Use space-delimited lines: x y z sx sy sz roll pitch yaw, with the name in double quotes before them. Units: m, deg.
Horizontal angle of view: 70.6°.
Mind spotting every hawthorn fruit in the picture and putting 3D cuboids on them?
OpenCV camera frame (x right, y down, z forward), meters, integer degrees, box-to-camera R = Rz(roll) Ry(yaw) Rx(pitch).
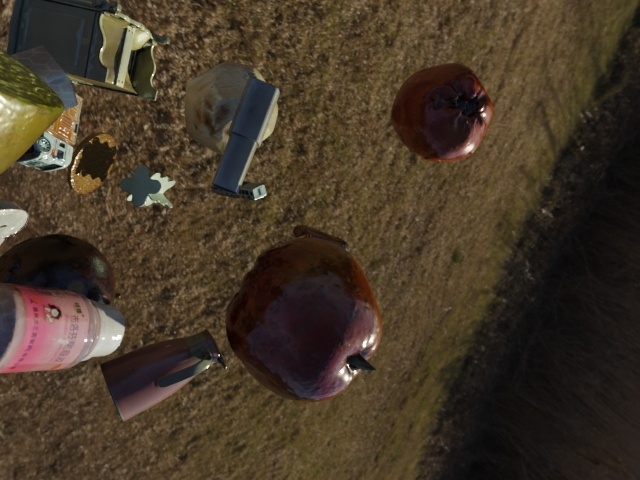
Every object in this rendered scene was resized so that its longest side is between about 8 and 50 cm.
"hawthorn fruit" 0.253 -0.289 1.031 0.211 0.299 0.211 -7 111 -18
"hawthorn fruit" -0.019 0.202 1.126 0.403 0.403 0.402 -17 130 -21

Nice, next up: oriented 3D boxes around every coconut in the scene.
"coconut" -0.397 -0.547 1.950 0.415 0.415 0.345 -44 152 3

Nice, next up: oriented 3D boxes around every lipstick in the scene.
"lipstick" -0.171 -0.231 1.022 0.078 0.079 0.252 20 87 -9

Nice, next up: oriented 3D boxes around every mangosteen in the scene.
"mangosteen" -0.658 0.149 1.159 0.306 0.306 0.359 -40 142 0

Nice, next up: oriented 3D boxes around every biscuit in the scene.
"biscuit" -0.877 -0.298 1.734 0.037 0.262 0.261 27 111 1

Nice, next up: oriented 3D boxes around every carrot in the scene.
"carrot" 0.000 0.000 1.334 0.186 0.060 0.060 22 110 -25

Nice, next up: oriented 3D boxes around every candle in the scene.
"candle" -1.012 -0.053 1.389 0.192 0.068 0.168 -52 169 -30

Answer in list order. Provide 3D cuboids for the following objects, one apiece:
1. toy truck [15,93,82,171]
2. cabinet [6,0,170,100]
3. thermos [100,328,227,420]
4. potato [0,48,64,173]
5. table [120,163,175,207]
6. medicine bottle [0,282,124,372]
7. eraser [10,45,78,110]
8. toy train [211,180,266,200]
"toy truck" -0.924 -0.385 1.547 0.136 0.305 0.162 -6 162 20
"cabinet" -0.683 -0.587 1.366 0.290 0.318 0.227 -22 127 -78
"thermos" -0.376 0.315 1.108 0.265 0.176 0.145 -22 105 -24
"potato" -0.495 -0.116 0.549 0.280 0.330 0.213 -50 129 5
"table" -0.687 -0.206 1.842 0.166 0.166 0.198 -42 174 1
"medicine bottle" -0.469 0.152 0.781 0.147 0.147 0.247 -48 156 7
"eraser" -0.665 -0.229 0.817 0.404 0.098 0.096 -35 166 -28
"toy train" -0.232 -0.141 1.235 0.043 0.208 0.047 -33 122 -38
